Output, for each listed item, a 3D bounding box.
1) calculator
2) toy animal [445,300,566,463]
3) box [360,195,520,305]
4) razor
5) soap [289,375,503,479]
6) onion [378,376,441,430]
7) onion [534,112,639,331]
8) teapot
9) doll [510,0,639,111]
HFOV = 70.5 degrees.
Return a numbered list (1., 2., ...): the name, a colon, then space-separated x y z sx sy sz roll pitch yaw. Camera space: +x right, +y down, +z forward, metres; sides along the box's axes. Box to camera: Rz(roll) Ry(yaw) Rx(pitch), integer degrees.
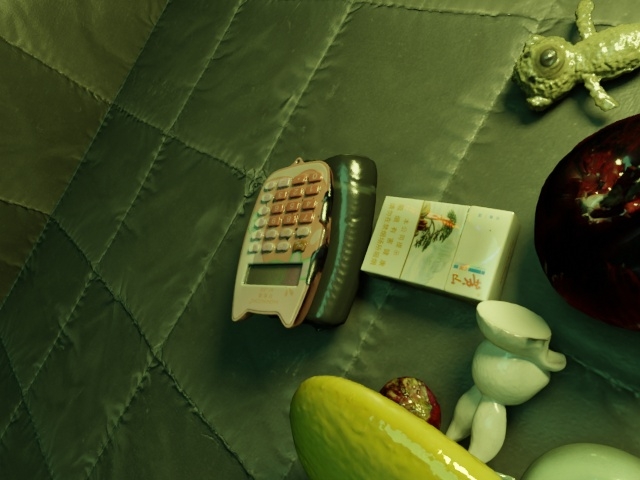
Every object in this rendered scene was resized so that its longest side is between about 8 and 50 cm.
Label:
1. calculator: -0.065 -0.003 0.848 0.220 0.048 0.330 -3 70 44
2. toy animal: 0.259 0.208 0.643 0.104 0.130 0.221 -133 50 -66
3. box: 0.199 0.014 0.771 0.233 0.067 0.150 12 80 38
4. razor: 0.001 0.000 0.893 0.204 0.113 0.349 3 77 41
5. soap: 0.118 0.348 0.600 0.427 0.306 0.115 25 45 36
6. onion: 0.134 0.269 0.706 0.107 0.097 0.107 0 54 1
7. onion: 0.368 -0.030 0.539 0.273 0.284 0.273 -23 62 53
8. teapot: 0.320 0.336 0.515 0.294 0.129 0.193 9 77 38
9. doll: 0.456 -0.285 0.697 0.285 0.091 0.203 22 98 29
